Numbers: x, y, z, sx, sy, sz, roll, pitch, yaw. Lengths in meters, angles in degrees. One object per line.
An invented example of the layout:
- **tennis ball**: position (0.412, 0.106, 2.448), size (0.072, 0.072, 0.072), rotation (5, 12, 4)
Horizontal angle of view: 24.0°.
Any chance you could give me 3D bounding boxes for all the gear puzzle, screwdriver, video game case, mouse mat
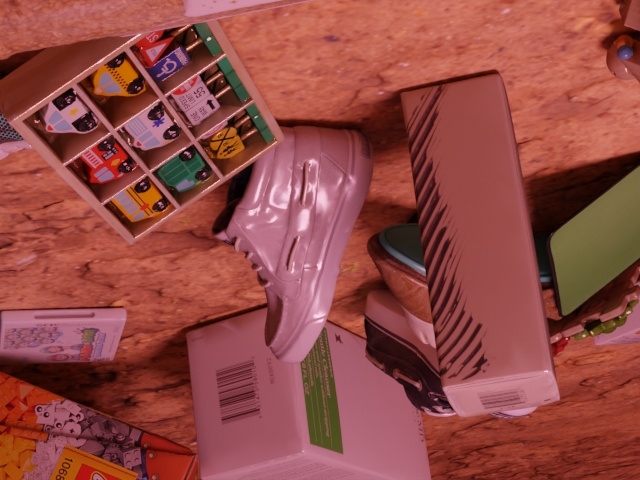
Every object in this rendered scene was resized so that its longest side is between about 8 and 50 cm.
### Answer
- **gear puzzle**: position (0.309, 0.085, 1.740), size (0.339, 0.044, 0.175), rotation (-27, -169, 29)
- **screwdriver**: position (0.089, 0.005, 1.645), size (0.024, 0.025, 0.170), rotation (-1, 161, -16)
- **video game case**: position (-0.310, 0.115, 1.793), size (0.143, 0.019, 0.157), rotation (-1, 158, -14)
- **mouse mat**: position (0.300, -0.004, 1.568), size (0.152, 0.007, 0.190), rotation (-37, 148, -9)

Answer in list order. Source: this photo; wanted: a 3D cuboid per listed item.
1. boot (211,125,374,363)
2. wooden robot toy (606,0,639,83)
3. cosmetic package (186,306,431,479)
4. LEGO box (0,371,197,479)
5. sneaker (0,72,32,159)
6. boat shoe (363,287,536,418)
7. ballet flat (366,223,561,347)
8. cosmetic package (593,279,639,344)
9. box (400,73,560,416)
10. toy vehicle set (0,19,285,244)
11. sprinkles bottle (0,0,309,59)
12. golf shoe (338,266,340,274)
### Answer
- **boot**: position (-0.045, 0.001, 1.410), size (0.123, 0.095, 0.258), rotation (8, 121, -17)
- **wooden robot toy**: position (0.279, -0.152, 1.264), size (0.173, 0.076, 0.079), rotation (43, 171, -34)
- **cosmetic package**: position (-0.008, 0.224, 1.928), size (0.155, 0.197, 0.365), rotation (-18, 158, 24)
- **LEGO box**: position (-0.362, 0.348, 1.936), size (0.372, 0.193, 0.500), rotation (22, 158, 4)
- **sneaker**: position (-0.251, -0.107, 1.198), size (0.166, 0.065, 0.076), rotation (-22, 146, 23)
- **boat shoe**: position (0.138, 0.147, 1.682), size (0.108, 0.102, 0.301), rotation (-2, -162, -33)
- **ballet flat**: position (0.165, 0.053, 1.605), size (0.342, 0.116, 0.124), rotation (-2, 133, -44)
- **cosmetic package**: position (0.437, 0.087, 1.857), size (0.239, 0.060, 0.099), rotation (1, 157, -44)
- **box**: position (0.138, 0.005, 1.307), size (0.094, 0.275, 0.113), rotation (-11, 158, 9)
- **toy vehicle set**: position (-0.134, -0.099, 1.194), size (0.166, 0.035, 0.267), rotation (-35, 157, -1)
- **sprinkles bottle**: position (-0.096, -0.193, 0.945), size (0.355, 0.121, 0.121), rotation (-10, 158, 6)
- **golf shoe**: position (0.000, 0.000, 1.535), size (0.086, 0.067, 0.186), rotation (-13, 158, 10)
